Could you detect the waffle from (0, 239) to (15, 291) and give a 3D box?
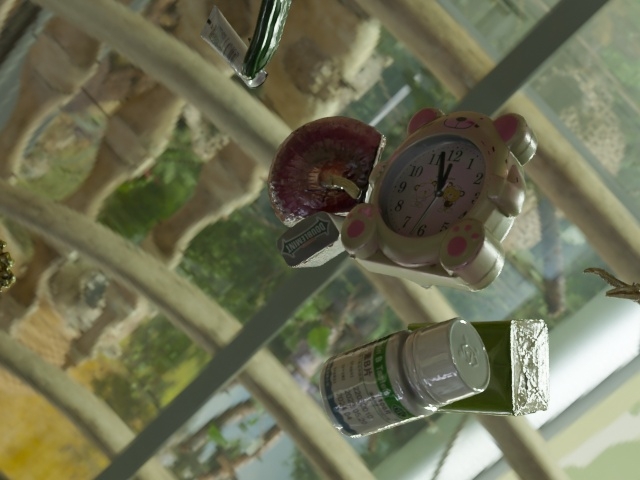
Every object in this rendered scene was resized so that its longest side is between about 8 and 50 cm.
[{"bbox_3d":[-0.592,0.049,1.718,0.194,0.149,0.051,-35,177,-6],"label":"waffle"}]

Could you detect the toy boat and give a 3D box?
[{"bbox_3d":[-0.087,-0.364,1.788,0.104,0.052,0.210,-57,167,-68],"label":"toy boat"}]

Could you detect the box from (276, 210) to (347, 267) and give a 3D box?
[{"bbox_3d":[0.000,0.000,2.044,0.120,0.069,0.224,-33,172,11],"label":"box"}]

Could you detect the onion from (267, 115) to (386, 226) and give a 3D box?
[{"bbox_3d":[0.007,-0.144,2.300,0.272,0.230,0.256,86,20,-59],"label":"onion"}]

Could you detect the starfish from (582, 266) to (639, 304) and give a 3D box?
[{"bbox_3d":[0.659,0.123,2.159,0.236,0.277,0.062,10,109,-54],"label":"starfish"}]

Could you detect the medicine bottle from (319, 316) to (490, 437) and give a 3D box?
[{"bbox_3d":[0.125,0.205,1.614,0.237,0.139,0.139,-24,-172,34],"label":"medicine bottle"}]

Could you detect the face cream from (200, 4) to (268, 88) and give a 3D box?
[{"bbox_3d":[-0.214,-0.461,2.592,0.058,0.244,0.092,-3,136,-45],"label":"face cream"}]

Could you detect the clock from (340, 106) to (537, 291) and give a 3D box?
[{"bbox_3d":[0.205,-0.077,1.777,0.284,0.114,0.309,10,-112,41],"label":"clock"}]

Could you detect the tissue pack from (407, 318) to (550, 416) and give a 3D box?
[{"bbox_3d":[0.342,0.275,2.347,0.274,0.200,0.167,-6,174,43],"label":"tissue pack"}]
